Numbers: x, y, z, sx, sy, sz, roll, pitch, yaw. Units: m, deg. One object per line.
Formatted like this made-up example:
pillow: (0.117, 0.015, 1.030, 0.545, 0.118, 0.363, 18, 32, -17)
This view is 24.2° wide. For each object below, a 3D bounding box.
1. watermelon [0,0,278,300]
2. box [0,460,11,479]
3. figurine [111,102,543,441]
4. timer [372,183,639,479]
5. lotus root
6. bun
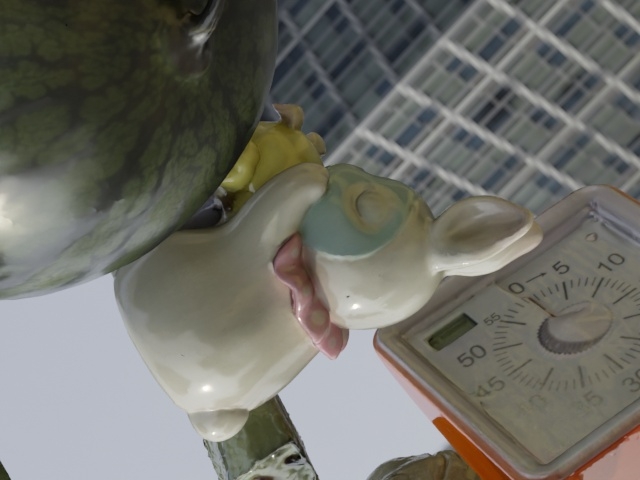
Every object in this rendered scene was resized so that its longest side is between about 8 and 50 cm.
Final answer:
watermelon: (-0.170, -0.108, 0.737, 0.359, 0.279, 0.279, 7, 172, 40)
box: (-0.342, 0.260, 1.318, 0.226, 0.149, 0.226, 58, 169, 17)
figurine: (0.000, 0.000, 0.889, 0.155, 0.235, 0.127, 65, -172, 29)
timer: (0.208, 0.091, 1.221, 0.250, 0.257, 0.161, 47, 165, 38)
lotus root: (-0.052, 0.153, 1.115, 0.144, 0.070, 0.143, 60, 176, 48)
bun: (0.116, 0.290, 1.511, 0.166, 0.173, 0.113, 8, -129, 5)
